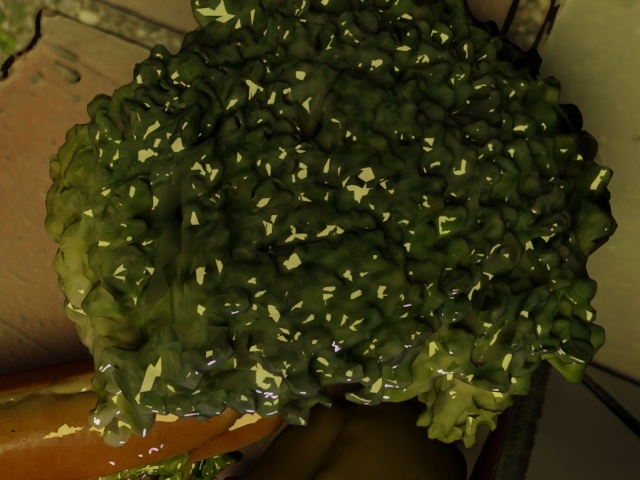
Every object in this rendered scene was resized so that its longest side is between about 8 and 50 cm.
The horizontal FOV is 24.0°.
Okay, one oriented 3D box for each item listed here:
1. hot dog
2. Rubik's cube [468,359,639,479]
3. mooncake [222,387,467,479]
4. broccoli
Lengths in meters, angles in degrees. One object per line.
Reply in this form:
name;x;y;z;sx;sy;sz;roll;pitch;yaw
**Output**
hot dog;-0.180;0.138;1.032;0.337;0.135;0.100;-12;81;15
Rubik's cube;0.188;0.255;0.922;0.260;0.255;0.259;20;113;6
mooncake;-0.017;0.205;0.971;0.117;0.235;0.235;44;113;-6
broccoli;-0.001;0.010;0.856;0.293;0.348;0.281;43;146;-4
